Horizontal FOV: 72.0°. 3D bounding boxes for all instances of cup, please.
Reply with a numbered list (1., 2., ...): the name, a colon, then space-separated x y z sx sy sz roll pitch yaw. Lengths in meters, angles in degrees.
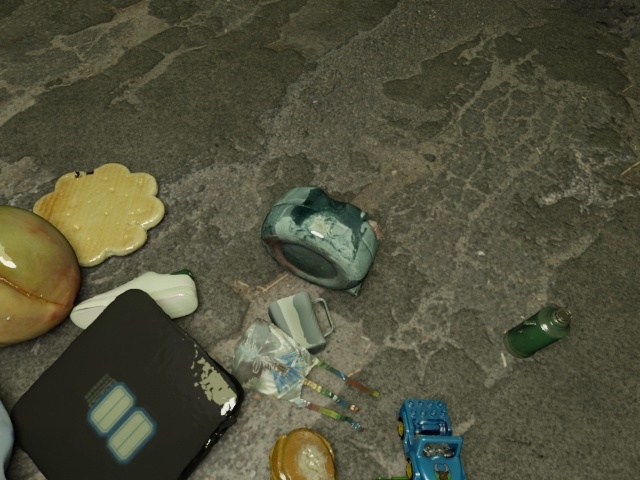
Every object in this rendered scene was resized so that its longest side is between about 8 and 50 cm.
1. cup: -0.037 0.184 0.971 0.128 0.095 0.129 -16 65 -17

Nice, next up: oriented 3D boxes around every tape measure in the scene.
1. tape measure: 0.000 0.000 0.989 0.257 0.275 0.147 21 63 13

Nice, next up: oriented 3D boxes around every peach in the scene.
1. peach: -0.645 0.078 0.895 0.293 0.247 0.291 10 67 -26

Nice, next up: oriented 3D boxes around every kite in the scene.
1. kite: -0.033 0.275 0.897 0.310 0.169 0.015 20 16 4

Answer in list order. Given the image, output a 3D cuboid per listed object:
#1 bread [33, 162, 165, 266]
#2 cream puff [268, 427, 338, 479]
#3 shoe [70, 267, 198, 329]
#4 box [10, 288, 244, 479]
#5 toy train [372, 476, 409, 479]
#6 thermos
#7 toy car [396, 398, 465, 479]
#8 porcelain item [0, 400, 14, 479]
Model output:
1. bread: -0.545 -0.071 1.101 0.317 0.054 0.315 2 57 -3
2. cream puff: -0.036 0.427 0.811 0.127 0.103 0.143 5 39 -29
3. shoe: -0.404 0.128 0.981 0.265 0.095 0.110 -7 41 -5
4. box: -0.360 0.313 0.821 0.350 0.091 0.359 37 79 17
5. toy train: 0.164 0.474 0.839 0.210 0.044 0.042 2 59 -4
6. thermos: 0.471 0.192 0.954 0.083 0.187 0.073 36 62 14
7. toy car: 0.213 0.385 0.844 0.097 0.100 0.191 4 38 -7
8. porcelain item: -0.669 0.342 0.731 0.405 0.243 0.178 39 98 23
